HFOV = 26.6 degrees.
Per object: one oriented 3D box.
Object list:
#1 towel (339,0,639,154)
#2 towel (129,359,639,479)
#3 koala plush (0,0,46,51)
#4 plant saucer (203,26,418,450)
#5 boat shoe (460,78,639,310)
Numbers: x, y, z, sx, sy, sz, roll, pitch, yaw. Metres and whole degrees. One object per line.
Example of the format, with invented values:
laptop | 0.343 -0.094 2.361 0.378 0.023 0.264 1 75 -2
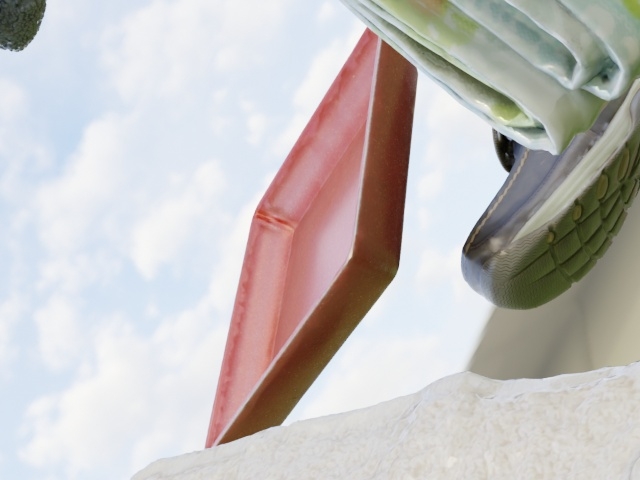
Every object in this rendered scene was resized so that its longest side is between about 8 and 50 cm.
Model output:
towel | 0.076 -0.256 0.588 0.374 0.320 0.090 -51 1 -27
towel | -0.007 0.130 0.413 0.049 0.282 0.187 51 -138 -22
koala plush | -0.348 -0.249 1.183 0.196 0.203 0.221 -45 7 -30
plant saucer | 0.000 0.000 0.978 0.258 0.048 0.259 124 163 -44
boat shoe | 0.197 -0.081 1.079 0.355 0.130 0.132 -46 -29 -36
